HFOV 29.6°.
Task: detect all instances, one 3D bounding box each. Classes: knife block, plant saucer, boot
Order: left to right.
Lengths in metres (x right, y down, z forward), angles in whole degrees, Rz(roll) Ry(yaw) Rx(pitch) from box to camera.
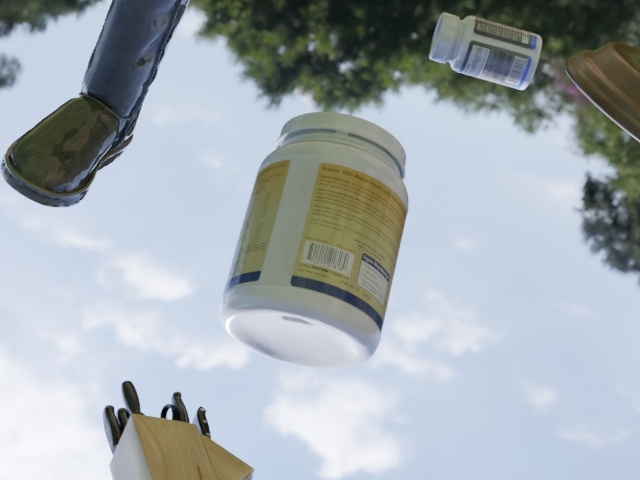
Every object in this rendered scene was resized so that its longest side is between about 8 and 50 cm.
[{"bbox_3d":[-0.158,-0.143,0.940,0.076,0.208,0.190,33,-151,-5],"label":"boot"},{"bbox_3d":[-0.222,0.283,1.547,0.242,0.088,0.275,29,-161,17],"label":"knife block"},{"bbox_3d":[0.332,-0.089,1.021,0.277,0.041,0.278,26,-158,-11],"label":"plant saucer"}]

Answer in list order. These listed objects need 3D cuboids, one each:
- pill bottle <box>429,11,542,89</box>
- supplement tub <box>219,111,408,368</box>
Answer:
[{"bbox_3d":[0.220,-0.256,1.624,0.137,0.078,0.078,16,-163,-3],"label":"pill bottle"},{"bbox_3d":[0.000,0.000,1.719,0.228,0.316,0.228,12,154,6],"label":"supplement tub"}]
